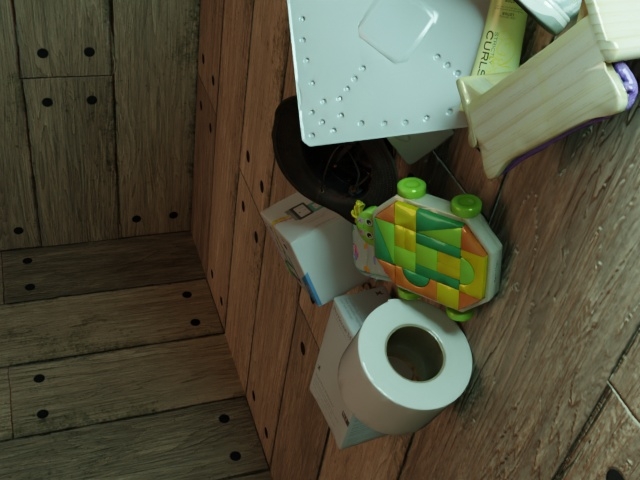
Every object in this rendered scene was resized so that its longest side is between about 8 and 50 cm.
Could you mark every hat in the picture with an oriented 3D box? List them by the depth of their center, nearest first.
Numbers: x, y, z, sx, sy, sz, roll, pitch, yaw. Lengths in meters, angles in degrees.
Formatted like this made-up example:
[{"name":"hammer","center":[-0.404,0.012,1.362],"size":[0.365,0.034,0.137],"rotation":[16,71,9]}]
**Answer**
[{"name":"hat","center":[0.058,-0.197,1.674],"size":[0.331,0.134,0.331],"rotation":[28,143,24]}]

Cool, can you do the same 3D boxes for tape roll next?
[{"name":"tape roll","center":[0.173,0.267,1.656],"size":[0.169,0.246,0.246],"rotation":[114,144,-55]}]

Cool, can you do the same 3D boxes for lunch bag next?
[{"name":"lunch bag","center":[0.164,-0.012,1.795],"size":[0.279,0.108,0.224],"rotation":[-169,72,-70]}]

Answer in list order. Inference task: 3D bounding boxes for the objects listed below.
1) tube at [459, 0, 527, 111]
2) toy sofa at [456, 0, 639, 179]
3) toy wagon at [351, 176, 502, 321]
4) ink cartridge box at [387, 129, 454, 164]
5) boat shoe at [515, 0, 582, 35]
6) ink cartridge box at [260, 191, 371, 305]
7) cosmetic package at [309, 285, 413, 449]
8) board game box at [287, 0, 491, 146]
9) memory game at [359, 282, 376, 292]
[{"name":"tube","center":[0.303,-0.327,1.315],"size":[0.070,0.062,0.240],"rotation":[29,114,47]},{"name":"toy sofa","center":[0.356,-0.221,1.126],"size":[0.362,0.150,0.177],"rotation":[146,111,-68]},{"name":"toy wagon","center":[0.191,0.009,1.554],"size":[0.344,0.068,0.267],"rotation":[21,131,32]},{"name":"ink cartridge box","center":[0.136,-0.322,1.615],"size":[0.207,0.117,0.283],"rotation":[41,-161,-48]},{"name":"boat shoe","center":[0.289,-0.454,1.205],"size":[0.103,0.118,0.320],"rotation":[-43,67,20]},{"name":"ink cartridge box","center":[0.000,0.000,2.047],"size":[0.198,0.197,0.270],"rotation":[67,169,-25]},{"name":"cosmetic package","center":[0.106,0.324,1.984],"size":[0.385,0.156,0.217],"rotation":[100,149,-43]},{"name":"board game box","center":[0.139,-0.383,1.413],"size":[0.050,0.390,0.389],"rotation":[-15,-81,-74]},{"name":"memory game","center":[0.134,0.204,2.089],"size":[0.186,0.012,0.186],"rotation":[173,90,-70]}]
